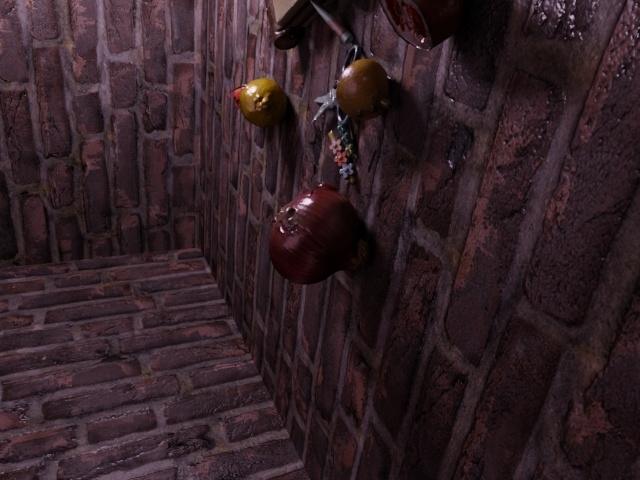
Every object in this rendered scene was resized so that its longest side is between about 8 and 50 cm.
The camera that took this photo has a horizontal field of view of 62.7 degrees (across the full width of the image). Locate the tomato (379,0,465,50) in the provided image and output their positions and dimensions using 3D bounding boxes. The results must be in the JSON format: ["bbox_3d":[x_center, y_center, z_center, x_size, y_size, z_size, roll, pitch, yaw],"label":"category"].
[{"bbox_3d":[0.245,-0.554,1.207,0.214,0.155,0.181,53,177,39],"label":"tomato"}]

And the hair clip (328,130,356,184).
[{"bbox_3d":[0.071,-0.285,1.783,0.062,0.056,0.214,-33,60,27],"label":"hair clip"}]

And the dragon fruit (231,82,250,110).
[{"bbox_3d":[-0.301,-0.645,2.427,0.189,0.163,0.261,58,157,-11],"label":"dragon fruit"}]

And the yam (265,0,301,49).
[{"bbox_3d":[-0.146,-0.894,2.033,0.131,0.131,0.280,-22,77,65],"label":"yam"}]

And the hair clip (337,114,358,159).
[{"bbox_3d":[0.086,-0.346,1.747,0.049,0.049,0.173,-33,69,63],"label":"hair clip"}]

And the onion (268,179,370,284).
[{"bbox_3d":[-0.020,-0.027,1.745,0.353,0.353,0.354,174,90,-66],"label":"onion"}]

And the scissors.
[{"bbox_3d":[0.041,-0.490,1.793,0.383,0.029,0.256,180,98,-70],"label":"scissors"}]

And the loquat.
[{"bbox_3d":[0.129,-0.428,1.512,0.204,0.149,0.172,45,136,33],"label":"loquat"}]

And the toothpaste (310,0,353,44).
[{"bbox_3d":[0.033,-0.716,1.707,0.036,0.056,0.205,-46,70,26],"label":"toothpaste"}]

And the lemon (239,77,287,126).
[{"bbox_3d":[-0.242,-0.580,2.223,0.260,0.204,0.204,-120,32,-64],"label":"lemon"}]

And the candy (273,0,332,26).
[{"bbox_3d":[-0.059,-0.883,1.831,0.320,0.135,0.179,179,84,-66],"label":"candy"}]
